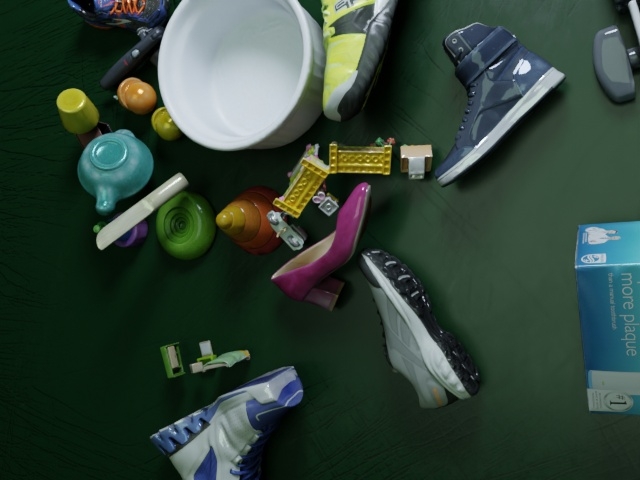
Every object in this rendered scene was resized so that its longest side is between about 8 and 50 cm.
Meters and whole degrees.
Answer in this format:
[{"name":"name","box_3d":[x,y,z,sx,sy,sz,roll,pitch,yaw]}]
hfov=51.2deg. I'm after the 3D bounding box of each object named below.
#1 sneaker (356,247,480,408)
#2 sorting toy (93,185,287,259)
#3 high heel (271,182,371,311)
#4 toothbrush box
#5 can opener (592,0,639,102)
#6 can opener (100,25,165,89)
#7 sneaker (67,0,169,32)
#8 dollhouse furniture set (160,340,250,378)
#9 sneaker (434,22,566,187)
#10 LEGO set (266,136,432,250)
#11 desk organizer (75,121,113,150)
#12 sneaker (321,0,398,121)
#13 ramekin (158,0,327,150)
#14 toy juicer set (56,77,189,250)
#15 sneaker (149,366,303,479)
[{"name":"sneaker","box_3d":[0.125,0.132,1.009,0.108,0.100,0.272,-37,76,26]},{"name":"sorting toy","box_3d":[-0.245,-0.027,1.160,0.365,0.126,0.127,-3,90,24]},{"name":"high heel","box_3d":[0.000,0.000,1.039,0.117,0.082,0.244,23,130,6]},{"name":"toothbrush box","box_3d":[0.468,0.091,0.794,0.295,0.126,0.216,-3,114,23]},{"name":"can opener","box_3d":[0.393,-0.329,0.887,0.093,0.074,0.281,-12,86,25]},{"name":"can opener","box_3d":[-0.343,-0.332,1.231,0.186,0.059,0.073,-26,96,26]},{"name":"sneaker","box_3d":[-0.373,-0.429,1.232,0.221,0.087,0.083,4,93,25]},{"name":"dollhouse furniture set","box_3d":[-0.203,0.198,1.172,0.151,0.076,0.059,-16,85,25]},{"name":"sneaker","box_3d":[0.209,-0.201,0.960,0.163,0.086,0.226,44,98,6]},{"name":"LEGO set","box_3d":[0.032,-0.112,1.065,0.287,0.107,0.132,-31,113,18]},{"name":"desk organizer","box_3d":[-0.408,-0.161,1.276,0.050,0.047,0.130,-35,78,17]},{"name":"sneaker","box_3d":[0.045,-0.366,0.995,0.147,0.145,0.385,12,86,0]},{"name":"ramekin","box_3d":[-0.114,-0.279,1.089,0.277,0.135,0.277,0,91,24]},{"name":"toy juicer set","box_3d":[-0.333,-0.146,1.199,0.209,0.089,0.329,-20,69,-10]},{"name":"sneaker","box_3d":[-0.133,0.348,1.127,0.315,0.127,0.182,-33,81,29]}]
